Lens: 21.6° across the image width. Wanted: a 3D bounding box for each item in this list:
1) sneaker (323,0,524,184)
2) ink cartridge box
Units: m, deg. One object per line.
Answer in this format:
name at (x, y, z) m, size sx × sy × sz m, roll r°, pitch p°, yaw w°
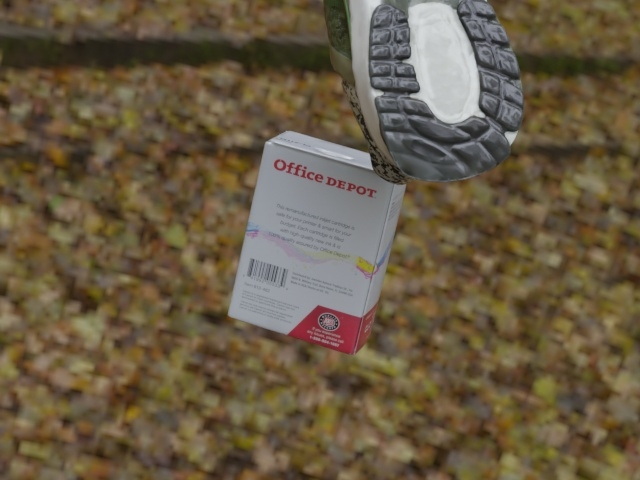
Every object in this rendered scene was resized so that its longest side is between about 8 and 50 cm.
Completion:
sneaker at (0.044, -0.227, 1.405) m, size 0.158 × 0.410 × 0.182 m, roll -3°, pitch -13°, yaw -19°
ink cartridge box at (0.000, 0.000, 1.550) m, size 0.127 × 0.175 × 0.072 m, roll 17°, pitch 16°, yaw 12°
